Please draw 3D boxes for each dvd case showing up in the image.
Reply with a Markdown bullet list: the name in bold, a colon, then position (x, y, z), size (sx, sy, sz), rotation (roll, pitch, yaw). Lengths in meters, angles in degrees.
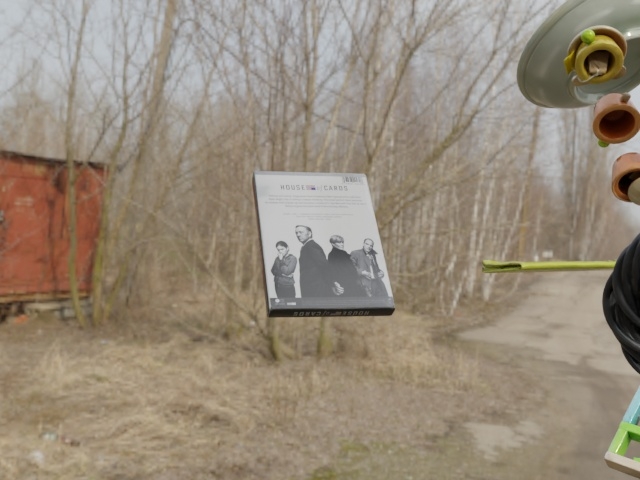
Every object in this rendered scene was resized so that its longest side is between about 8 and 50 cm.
- **dvd case**: position (0.000, 0.000, 1.031), size (0.179, 0.239, 0.030), rotation (1, -35, -15)

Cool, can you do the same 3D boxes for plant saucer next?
- **plant saucer**: position (0.652, -0.416, 1.621), size (0.400, 0.101, 0.400), rotation (-14, -30, -8)

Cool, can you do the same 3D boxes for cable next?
- **cable**: position (0.299, 0.053, 0.554), size (0.150, 0.184, 0.047), rotation (-27, 11, 40)

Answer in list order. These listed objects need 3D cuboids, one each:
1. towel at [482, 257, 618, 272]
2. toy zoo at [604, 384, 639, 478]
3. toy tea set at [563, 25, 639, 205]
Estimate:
- **towel**: position (0.342, 0.030, 0.947), size (0.237, 0.021, 0.102), rotation (-1, -5, -17)
- **toy zoo**: position (0.574, 0.241, 1.062), size (0.192, 0.293, 0.030), rotation (12, -35, 48)
- **toy tea set**: position (0.509, -0.184, 1.097), size (0.200, 0.124, 0.336), rotation (-15, -53, 24)
